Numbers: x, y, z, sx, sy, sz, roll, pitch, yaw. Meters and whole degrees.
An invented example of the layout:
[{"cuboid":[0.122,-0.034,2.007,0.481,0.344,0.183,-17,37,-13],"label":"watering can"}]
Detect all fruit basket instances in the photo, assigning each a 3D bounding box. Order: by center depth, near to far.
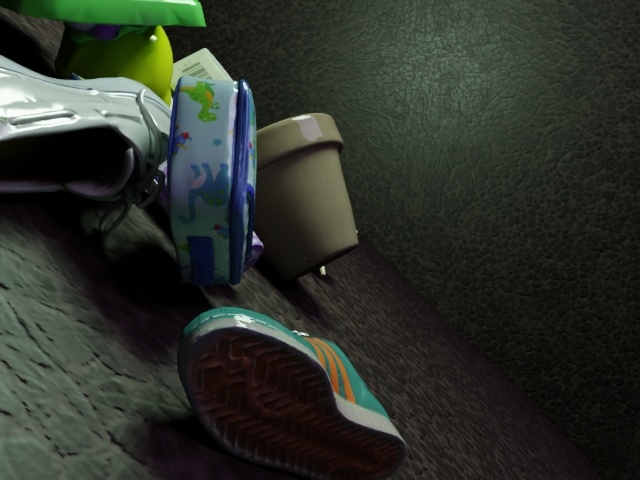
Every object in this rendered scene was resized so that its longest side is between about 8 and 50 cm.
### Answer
[{"cuboid":[-0.347,-0.323,0.897,0.283,0.392,0.392,-14,52,-42],"label":"fruit basket"}]

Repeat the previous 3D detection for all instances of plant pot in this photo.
[{"cuboid":[-0.046,-0.060,1.070,0.229,0.263,0.263,63,10,5],"label":"plant pot"}]

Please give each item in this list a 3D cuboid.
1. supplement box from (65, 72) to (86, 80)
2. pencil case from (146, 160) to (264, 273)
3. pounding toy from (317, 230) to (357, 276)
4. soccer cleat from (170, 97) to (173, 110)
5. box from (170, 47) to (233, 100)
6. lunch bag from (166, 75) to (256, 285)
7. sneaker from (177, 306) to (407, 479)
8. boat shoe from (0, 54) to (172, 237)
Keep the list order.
[{"cuboid":[-0.286,-0.143,0.744,0.056,0.083,0.083,46,7,16],"label":"supplement box"},{"cuboid":[-0.164,-0.039,0.817,0.206,0.086,0.088,47,14,16],"label":"pencil case"},{"cuboid":[0.000,0.000,1.336,0.130,0.141,0.100,45,-20,5],"label":"pounding toy"},{"cuboid":[-0.355,-0.346,1.218,0.331,0.143,0.116,47,8,18],"label":"soccer cleat"},{"cuboid":[-0.199,-0.214,1.144,0.113,0.094,0.275,53,-12,22],"label":"box"},{"cuboid":[-0.115,-0.051,0.657,0.219,0.090,0.176,108,-16,-64],"label":"lunch bag"},{"cuboid":[-0.032,0.135,0.567,0.302,0.108,0.121,48,3,-42],"label":"sneaker"},{"cuboid":[-0.218,-0.081,0.596,0.156,0.136,0.367,46,11,9],"label":"boat shoe"}]
